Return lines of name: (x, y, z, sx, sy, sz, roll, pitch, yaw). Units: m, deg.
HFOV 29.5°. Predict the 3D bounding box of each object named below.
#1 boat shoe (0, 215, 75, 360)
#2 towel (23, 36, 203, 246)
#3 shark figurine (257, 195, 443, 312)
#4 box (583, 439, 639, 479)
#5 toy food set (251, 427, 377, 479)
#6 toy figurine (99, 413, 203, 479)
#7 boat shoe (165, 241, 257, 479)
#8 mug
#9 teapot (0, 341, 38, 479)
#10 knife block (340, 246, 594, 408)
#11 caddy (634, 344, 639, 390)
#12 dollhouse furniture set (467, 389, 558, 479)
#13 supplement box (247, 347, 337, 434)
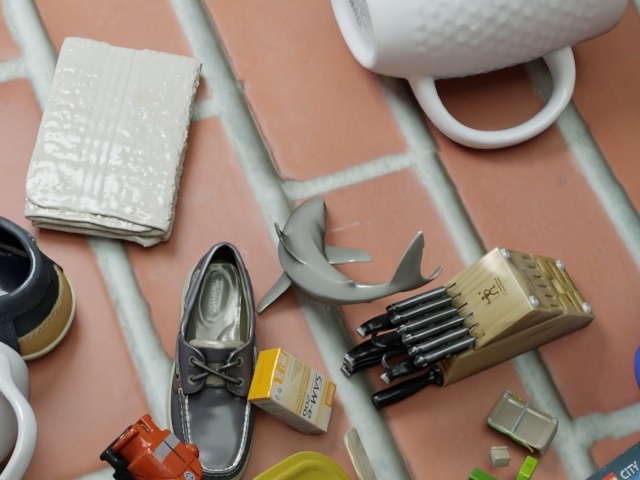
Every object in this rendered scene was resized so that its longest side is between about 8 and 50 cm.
boat shoe: (-0.519, -0.001, 1.366, 0.500, 0.156, 0.187, 18, 63, 4)
towel: (-0.258, -0.128, 1.527, 0.187, 0.049, 0.282, 10, 60, -3)
shark figurine: (0.000, 0.018, 1.388, 0.166, 0.116, 0.278, -43, 34, -14)
box: (0.356, 0.327, 1.361, 0.233, 0.044, 0.159, -29, 69, -20)
toy food set: (-0.024, 0.299, 1.302, 0.218, 0.071, 0.128, -20, 79, -48)
toy figurine: (-0.196, 0.295, 1.220, 0.148, 0.213, 0.209, 46, 68, -1)
boat shoe: (-0.121, 0.134, 1.376, 0.102, 0.092, 0.285, 4, 62, -5)
mug: (0.203, -0.304, 1.578, 0.328, 0.276, 0.374, -20, 97, -11)
teapot: (-0.417, 0.195, 1.228, 0.252, 0.256, 0.187, 9, 67, -12)
knife block: (0.167, 0.112, 1.443, 0.275, 0.242, 0.088, 9, 49, -56)
caddy: (0.529, 0.159, 1.398, 0.241, 0.179, 0.341, -34, 71, -23)
dollhouse furniture set: (0.212, 0.250, 1.397, 0.076, 0.059, 0.152, 27, 43, 15)
supplement box: (-0.031, 0.171, 1.371, 0.098, 0.036, 0.062, 36, 55, -35)
